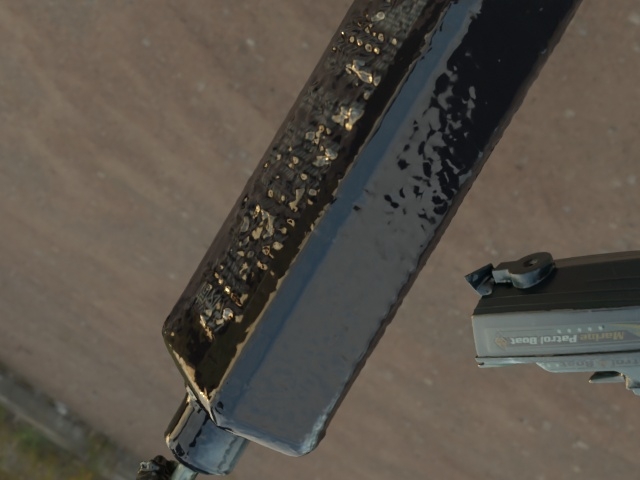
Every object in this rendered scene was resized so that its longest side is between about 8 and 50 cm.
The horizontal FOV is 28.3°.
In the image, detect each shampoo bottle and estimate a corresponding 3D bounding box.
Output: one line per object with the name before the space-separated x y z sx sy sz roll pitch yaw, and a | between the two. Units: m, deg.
shampoo bottle | 0.000 0.000 0.550 0.071 0.309 0.098 28 -173 -28

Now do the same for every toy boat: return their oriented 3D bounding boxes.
toy boat | 0.273 0.067 1.088 0.296 0.114 0.122 -4 116 42
